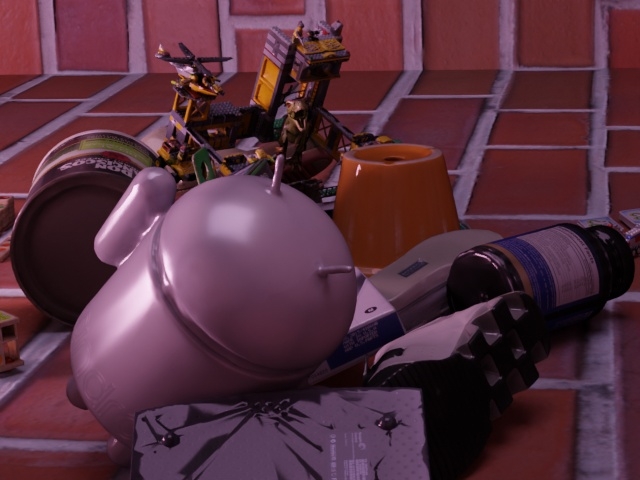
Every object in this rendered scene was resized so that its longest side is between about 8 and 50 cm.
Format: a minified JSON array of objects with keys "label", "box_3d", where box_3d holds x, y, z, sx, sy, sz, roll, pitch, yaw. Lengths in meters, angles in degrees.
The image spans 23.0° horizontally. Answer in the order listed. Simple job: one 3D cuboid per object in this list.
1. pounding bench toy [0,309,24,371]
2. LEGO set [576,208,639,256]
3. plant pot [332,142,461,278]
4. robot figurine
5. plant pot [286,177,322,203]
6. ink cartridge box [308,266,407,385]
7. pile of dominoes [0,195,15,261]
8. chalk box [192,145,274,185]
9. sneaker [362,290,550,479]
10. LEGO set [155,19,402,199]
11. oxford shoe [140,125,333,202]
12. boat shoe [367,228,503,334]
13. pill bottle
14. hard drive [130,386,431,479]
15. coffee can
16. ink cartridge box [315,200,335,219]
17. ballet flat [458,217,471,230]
[{"label":"pounding bench toy","box_3d":[-0.387,0.117,1.820,0.052,0.065,0.083,-16,20,-37]},{"label":"LEGO set","box_3d":[0.481,-0.026,2.231,0.182,0.060,0.244,-7,16,-4]},{"label":"plant pot","box_3d":[0.096,-0.021,2.019,0.205,0.188,0.205,-2,16,1]},{"label":"robot figurine","box_3d":[-0.100,0.076,1.476,0.353,0.300,0.199,-47,-11,37]},{"label":"plant pot","box_3d":[-0.064,-0.023,2.225,0.109,0.109,0.096,-13,5,-34]},{"label":"ink cartridge box","box_3d":[-0.038,0.104,1.732,0.223,0.045,0.224,-25,18,-8]},{"label":"pile of dominoes","box_3d":[-0.538,-0.020,2.386,0.196,0.040,0.251,0,15,7]},{"label":"chalk box","box_3d":[-0.108,-0.010,1.905,0.132,0.213,0.132,-27,9,16]},{"label":"sneaker","box_3d":[0.094,0.159,1.553,0.146,0.122,0.330,-15,9,38]},{"label":"LEGO set","box_3d":[-0.047,-0.178,2.097,0.331,0.192,0.255,-6,40,-31]},{"label":"oxford shoe","box_3d":[-0.182,-0.110,2.283,0.397,0.147,0.140,-14,-13,3]},{"label":"boat shoe","box_3d":[0.132,0.057,1.902,0.227,0.081,0.079,-27,37,-32]},{"label":"pill bottle","box_3d":[0.267,0.047,1.872,0.219,0.123,0.122,-14,19,-37]},{"label":"hard drive","box_3d":[-0.033,0.208,1.335,0.254,0.054,0.172,-5,46,2]},{"label":"coffee can","box_3d":[-0.290,-0.021,2.053,0.201,0.202,0.275,-4,15,-5]},{"label":"ink cartridge box","box_3d":[0.000,0.000,2.127,0.207,0.097,0.046,-8,17,-20]},{"label":"ballet flat","box_3d":[0.125,-0.010,2.220,0.188,0.070,0.070,5,17,12]}]
